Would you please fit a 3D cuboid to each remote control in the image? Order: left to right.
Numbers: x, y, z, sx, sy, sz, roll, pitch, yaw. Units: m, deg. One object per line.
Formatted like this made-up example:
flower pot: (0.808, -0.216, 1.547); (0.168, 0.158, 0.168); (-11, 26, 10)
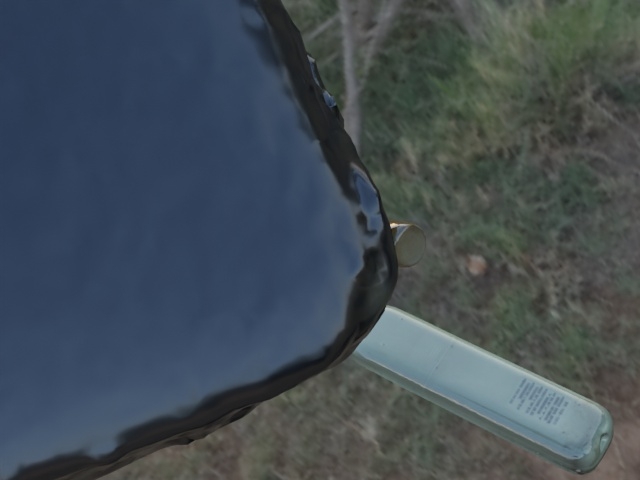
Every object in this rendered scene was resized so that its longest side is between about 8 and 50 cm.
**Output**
remote control: (0.176, 0.160, 1.492); (0.309, 0.038, 0.090); (25, 53, 19)

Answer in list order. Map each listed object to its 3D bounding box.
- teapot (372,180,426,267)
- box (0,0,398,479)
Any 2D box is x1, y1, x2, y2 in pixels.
teapot: (0.000, 0.000, 0.556); (0.110, 0.080, 0.085); (21, 89, 38)
box: (-0.188, -0.054, 0.492); (0.359, 0.091, 0.350); (-23, 81, -5)
